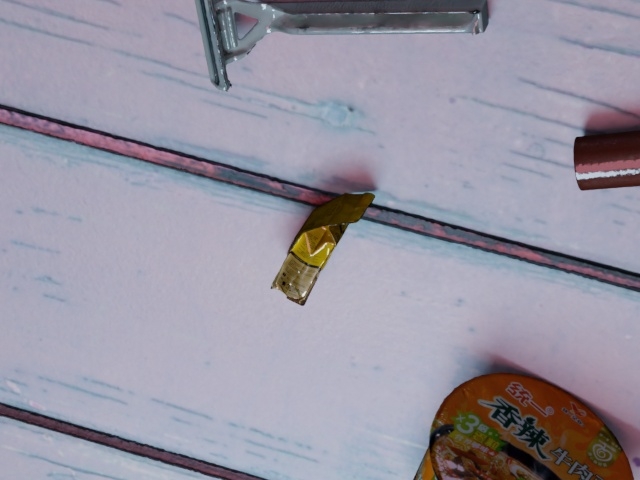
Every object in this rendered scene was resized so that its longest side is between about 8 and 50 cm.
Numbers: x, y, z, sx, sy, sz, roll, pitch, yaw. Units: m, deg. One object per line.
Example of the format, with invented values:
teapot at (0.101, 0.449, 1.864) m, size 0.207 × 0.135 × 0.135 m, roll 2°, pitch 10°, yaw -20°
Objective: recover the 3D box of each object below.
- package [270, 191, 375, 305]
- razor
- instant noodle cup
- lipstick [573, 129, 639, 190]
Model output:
package at (0.000, 0.000, 1.728) m, size 0.047 × 0.071 × 0.131 m, roll 33°, pitch 127°, yaw 0°
razor at (0.021, -0.209, 1.609) m, size 0.278 × 0.056 × 0.111 m, roll -2°, pitch 122°, yaw 11°
instant noodle cup at (0.186, 0.281, 1.766) m, size 0.230 × 0.230 × 0.182 m, roll 29°, pitch 135°, yaw -1°
lipstick at (0.412, -0.086, 1.548) m, size 0.357 × 0.057 × 0.057 m, roll -4°, pitch 120°, yaw 20°
